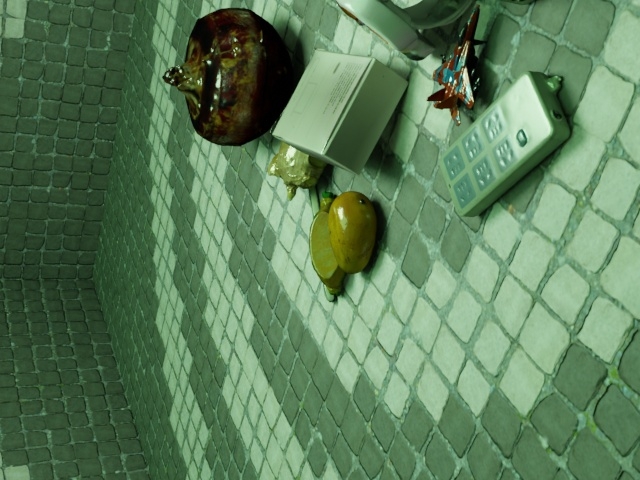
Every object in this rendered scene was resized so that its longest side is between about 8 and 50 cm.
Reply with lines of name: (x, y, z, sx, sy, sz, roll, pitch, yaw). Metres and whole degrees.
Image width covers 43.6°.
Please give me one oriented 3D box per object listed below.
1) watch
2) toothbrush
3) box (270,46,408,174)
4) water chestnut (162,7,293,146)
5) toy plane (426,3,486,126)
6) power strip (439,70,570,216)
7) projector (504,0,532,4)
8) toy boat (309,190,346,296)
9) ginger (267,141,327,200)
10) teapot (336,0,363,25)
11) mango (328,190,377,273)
watch: (0.155, -0.439, 1.330, 0.231, 0.244, 0.196, -55, 40, 13)
toothbrush: (0.001, -0.002, 1.768, 0.028, 0.026, 0.294, 121, 142, -68)
box: (0.029, -0.259, 1.574, 0.203, 0.106, 0.251, -61, 30, 1)
water chestnut: (-0.232, -0.397, 1.935, 0.350, 0.302, 0.350, 178, 90, -66)
toy plane: (0.233, -0.288, 1.301, 0.130, 0.061, 0.189, 55, 132, 49)
power strip: (0.277, -0.142, 1.225, 0.270, 0.046, 0.118, -48, 48, 51)
projector: (0.258, -0.475, 1.133, 0.163, 0.177, 0.243, -21, 72, 58)
toy boat: (0.020, 0.003, 1.693, 0.088, 0.089, 0.230, 31, -125, -76)
ginger: (-0.045, -0.192, 1.769, 0.157, 0.102, 0.216, 21, 97, 45)
teapot: (0.079, -0.496, 1.597, 0.098, 0.078, 0.129, -12, 92, 22)
mango: (0.063, -0.015, 1.582, 0.115, 0.089, 0.165, -5, 88, 64)
